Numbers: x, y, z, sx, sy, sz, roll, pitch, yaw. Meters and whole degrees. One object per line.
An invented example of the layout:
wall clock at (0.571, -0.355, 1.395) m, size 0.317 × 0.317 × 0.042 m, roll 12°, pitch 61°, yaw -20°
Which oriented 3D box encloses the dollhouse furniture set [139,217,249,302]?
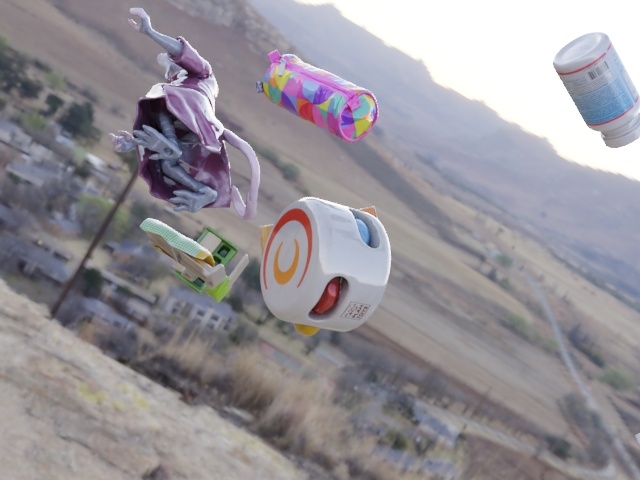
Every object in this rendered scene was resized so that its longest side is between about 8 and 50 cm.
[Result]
dollhouse furniture set at (-0.105, 0.006, 0.844) m, size 0.076 × 0.058 × 0.152 m, roll 36°, pitch -13°, yaw 7°

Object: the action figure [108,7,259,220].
action figure at (-0.222, -0.235, 1.630) m, size 0.275 × 0.248 × 0.370 m, roll 10°, pitch 36°, yaw -7°

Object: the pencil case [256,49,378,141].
pencil case at (-0.007, -0.255, 1.668) m, size 0.236 × 0.104 × 0.104 m, roll 32°, pitch 8°, yaw 38°

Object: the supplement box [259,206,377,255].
supplement box at (0.000, 0.000, 1.853) m, size 0.078 × 0.233 × 0.080 m, roll 80°, pitch -1°, yaw -55°

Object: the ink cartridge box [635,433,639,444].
ink cartridge box at (0.684, 0.412, 1.646) m, size 0.056 × 0.181 × 0.225 m, roll 8°, pitch 57°, yaw -65°

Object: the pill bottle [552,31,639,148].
pill bottle at (0.409, -0.215, 1.367) m, size 0.160 × 0.087 × 0.087 m, roll 54°, pitch 0°, yaw -23°

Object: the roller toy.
roller toy at (0.011, 0.042, 1.445) m, size 0.146 × 0.209 × 0.191 m, roll 14°, pitch -11°, yaw -30°
